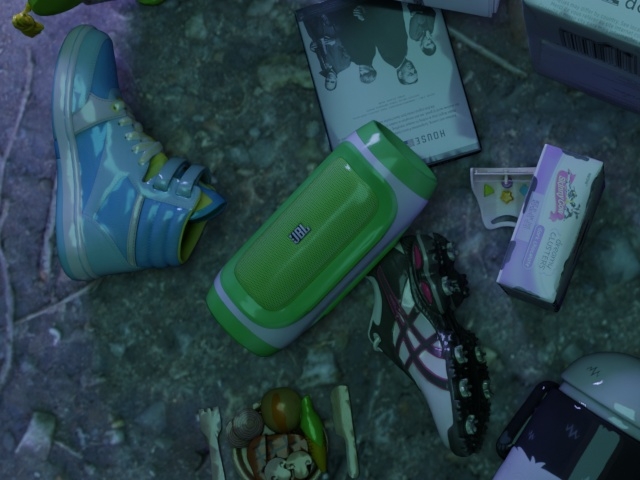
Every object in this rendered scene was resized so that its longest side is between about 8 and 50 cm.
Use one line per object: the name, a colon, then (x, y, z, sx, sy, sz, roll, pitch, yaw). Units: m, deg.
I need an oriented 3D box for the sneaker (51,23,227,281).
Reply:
sneaker: (-0.217, -0.110, 1.839, 0.208, 0.127, 0.319, -1, 94, 13)

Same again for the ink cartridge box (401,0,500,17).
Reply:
ink cartridge box: (0.123, -0.372, 1.793, 0.217, 0.092, 0.159, 13, 68, 10)

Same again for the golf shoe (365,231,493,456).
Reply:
golf shoe: (0.127, 0.129, 1.769, 0.120, 0.105, 0.273, -18, 75, 24)

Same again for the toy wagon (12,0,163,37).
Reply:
toy wagon: (-0.229, -0.357, 1.790, 0.344, 0.267, 0.068, -27, 79, 8)

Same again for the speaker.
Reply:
speaker: (0.000, 0.000, 1.767, 0.296, 0.131, 0.131, -46, 78, 12)

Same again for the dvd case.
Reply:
dvd case: (0.082, -0.198, 1.835, 0.179, 0.029, 0.239, -16, 82, 9)

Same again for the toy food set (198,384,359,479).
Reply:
toy food set: (-0.053, 0.247, 1.811, 0.192, 0.038, 0.132, -11, 82, 10)

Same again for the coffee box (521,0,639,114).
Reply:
coffee box: (0.440, -0.311, 1.618, 0.337, 0.338, 0.334, 23, 88, 12)

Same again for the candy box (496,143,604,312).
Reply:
candy box: (0.265, -0.010, 1.694, 0.070, 0.196, 0.165, 20, 88, 12)

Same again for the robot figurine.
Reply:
robot figurine: (0.303, 0.260, 1.675, 0.209, 0.173, 0.278, 32, 91, 9)

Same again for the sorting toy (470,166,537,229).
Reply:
sorting toy: (0.223, -0.050, 1.788, 0.083, 0.045, 0.075, 0, 92, 11)
